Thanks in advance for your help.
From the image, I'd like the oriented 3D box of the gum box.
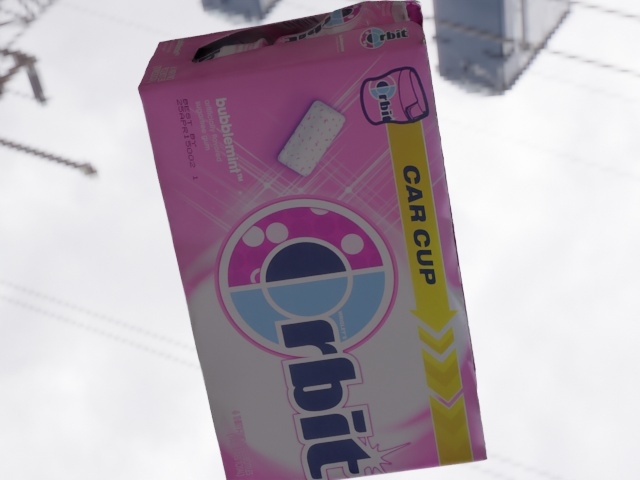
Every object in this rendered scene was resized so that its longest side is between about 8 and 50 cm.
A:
[{"bbox_3d":[0.000,0.000,0.621,0.107,0.188,0.062,-8,-157,5],"label":"gum box"}]
